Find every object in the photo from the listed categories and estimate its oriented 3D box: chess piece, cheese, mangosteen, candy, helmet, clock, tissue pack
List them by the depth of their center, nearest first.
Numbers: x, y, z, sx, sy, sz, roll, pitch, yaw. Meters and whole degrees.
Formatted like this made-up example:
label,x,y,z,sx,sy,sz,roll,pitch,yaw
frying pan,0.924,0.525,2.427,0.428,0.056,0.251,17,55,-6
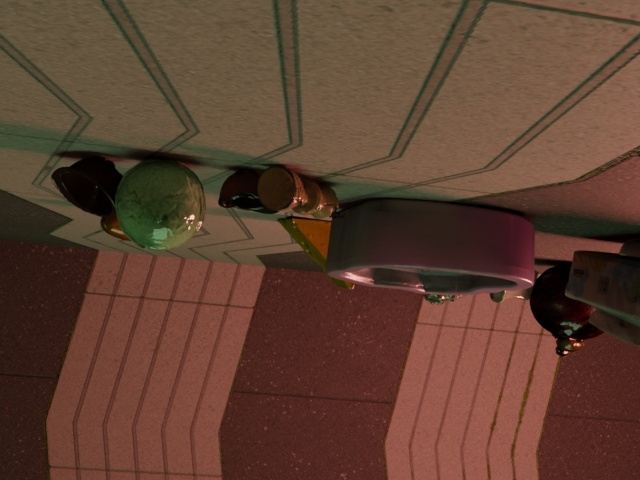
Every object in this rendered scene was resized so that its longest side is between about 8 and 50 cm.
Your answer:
label,x,y,z,sx,sy,sz,roll,pitch,yaw
chess piece,-0.021,-0.058,1.206,0.060,0.060,0.172,3,177,25
helmet,-0.092,-0.067,1.206,0.084,0.049,0.065,10,162,-24
helmet,-0.300,-0.082,1.218,0.111,0.057,0.089,8,142,39
candy,-0.210,-0.050,1.327,0.119,0.119,0.440,5,-178,-2
clock,0.181,0.019,1.467,0.339,0.102,0.338,6,171,1
tissue pack,0.547,0.105,1.558,0.159,0.145,0.229,7,-175,-19
cheese,0.000,0.000,1.766,0.171,0.126,0.093,27,174,-19
mangosteen,0.605,0.160,2.186,0.216,0.216,0.216,5,175,0

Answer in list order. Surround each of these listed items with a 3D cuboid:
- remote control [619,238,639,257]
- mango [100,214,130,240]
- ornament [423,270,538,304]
label,x,y,z,sx,sy,sz,roll,pitch,yaw
remote control,0.655,0.023,1.482,0.313,0.055,0.109,8,-176,26
mango,-0.394,-0.032,1.870,0.127,0.063,0.077,16,174,-39
ornament,0.374,0.083,2.119,0.285,0.130,0.120,-2,-166,-17
